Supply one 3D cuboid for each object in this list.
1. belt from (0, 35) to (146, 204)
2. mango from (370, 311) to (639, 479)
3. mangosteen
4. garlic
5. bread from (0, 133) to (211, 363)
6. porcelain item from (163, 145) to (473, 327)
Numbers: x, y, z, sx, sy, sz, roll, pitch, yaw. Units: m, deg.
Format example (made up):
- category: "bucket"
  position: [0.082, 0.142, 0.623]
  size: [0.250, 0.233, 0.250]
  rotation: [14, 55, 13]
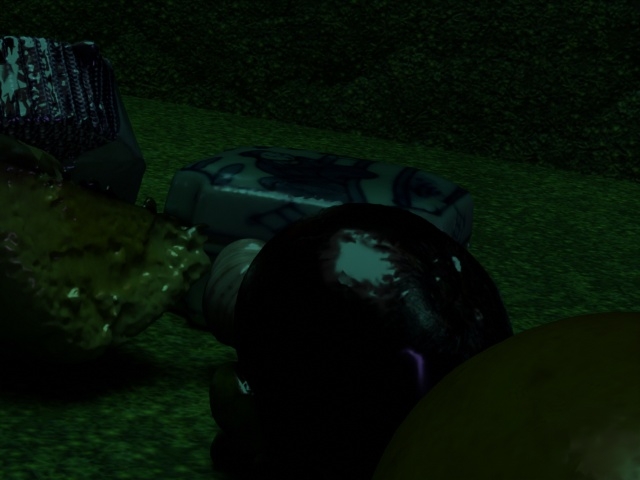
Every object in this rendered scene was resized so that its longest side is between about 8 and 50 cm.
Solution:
- category: "belt"
  position: [-0.292, -0.062, 1.376]
  size: [0.260, 0.122, 0.325]
  rotation: [-16, -24, -5]
- category: "mango"
  position: [0.186, 0.183, 0.622]
  size: [0.300, 0.232, 0.445]
  rotation: [7, 17, -23]
- category: "mangosteen"
  position: [0.030, 0.086, 1.075]
  size: [0.216, 0.216, 0.216]
  rotation: [7, 12, -2]
- category: "garlic"
  position: [-0.027, 0.072, 1.293]
  size: [0.159, 0.102, 0.147]
  rotation: [29, 7, -10]
- category: "bread"
  position: [-0.241, 0.018, 1.240]
  size: [0.204, 0.162, 0.262]
  rotation: [-3, -19, 44]
- category: "porcelain item"
  position: [0.000, 0.000, 1.520]
  size: [0.286, 0.157, 0.281]
  rotation: [11, 11, 14]
